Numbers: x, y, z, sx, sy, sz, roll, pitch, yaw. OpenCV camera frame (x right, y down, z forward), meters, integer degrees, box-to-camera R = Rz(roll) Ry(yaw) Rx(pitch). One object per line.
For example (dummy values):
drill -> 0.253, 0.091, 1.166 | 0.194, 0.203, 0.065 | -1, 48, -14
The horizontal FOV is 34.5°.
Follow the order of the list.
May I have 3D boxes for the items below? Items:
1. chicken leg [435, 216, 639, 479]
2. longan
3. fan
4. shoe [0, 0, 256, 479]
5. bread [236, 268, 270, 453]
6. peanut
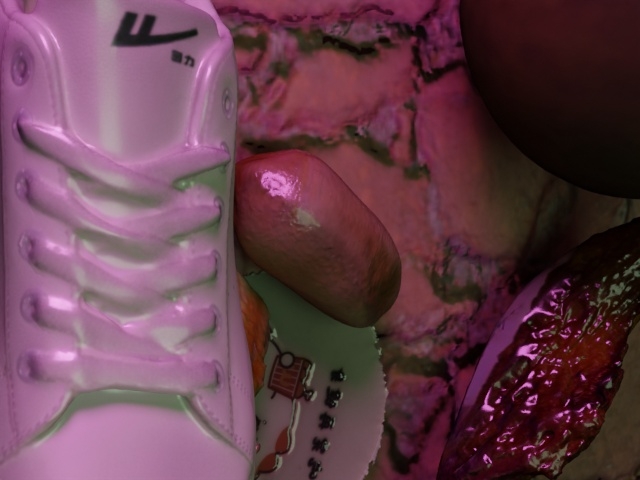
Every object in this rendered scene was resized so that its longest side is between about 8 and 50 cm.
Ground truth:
chicken leg -> 0.202, 0.055, 0.740 | 0.096, 0.158, 0.407 | 40, 93, -16
longan -> 0.212, -0.153, 0.659 | 0.258, 0.258, 0.258 | -8, 104, -32
fan -> -0.086, 0.093, 0.650 | 0.329, 0.009, 0.191 | 17, 86, -33
shoe -> -0.082, -0.015, 0.426 | 0.131, 0.160, 0.363 | 2, 58, -25
bread -> -0.099, 0.049, 0.596 | 0.147, 0.127, 0.152 | 58, 31, -21
peanut -> 0.000, 0.000, 0.651 | 0.152, 0.076, 0.076 | 42, 77, -30
